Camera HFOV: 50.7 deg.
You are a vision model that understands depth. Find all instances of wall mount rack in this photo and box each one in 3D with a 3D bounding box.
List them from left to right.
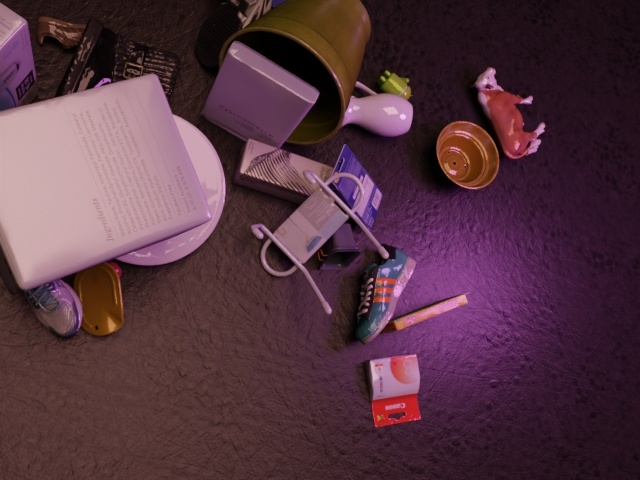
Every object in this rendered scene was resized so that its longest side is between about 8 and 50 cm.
[{"bbox_3d":[0.000,0.000,1.732,0.304,0.130,0.350,46,102,5],"label":"wall mount rack"}]

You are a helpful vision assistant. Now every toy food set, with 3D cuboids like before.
[{"bbox_3d":[-0.522,0.117,1.630,0.128,0.071,0.217,-7,88,16],"label":"toy food set"}]

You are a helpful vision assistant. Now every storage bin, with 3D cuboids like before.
[{"bbox_3d":[0.040,0.015,1.845,0.098,0.135,0.091,-1,65,-20],"label":"storage bin"}]

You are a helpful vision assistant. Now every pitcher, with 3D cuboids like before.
[{"bbox_3d":[0.162,-0.397,2.003,0.207,0.125,0.177,6,62,-7],"label":"pitcher"}]

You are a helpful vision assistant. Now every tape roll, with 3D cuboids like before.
[{"bbox_3d":[-0.433,-0.132,1.684,0.392,0.072,0.391,0,91,-22],"label":"tape roll"}]

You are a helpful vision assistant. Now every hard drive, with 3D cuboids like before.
[{"bbox_3d":[-0.166,-0.350,1.733,0.233,0.353,0.047,29,68,-11],"label":"hard drive"}]

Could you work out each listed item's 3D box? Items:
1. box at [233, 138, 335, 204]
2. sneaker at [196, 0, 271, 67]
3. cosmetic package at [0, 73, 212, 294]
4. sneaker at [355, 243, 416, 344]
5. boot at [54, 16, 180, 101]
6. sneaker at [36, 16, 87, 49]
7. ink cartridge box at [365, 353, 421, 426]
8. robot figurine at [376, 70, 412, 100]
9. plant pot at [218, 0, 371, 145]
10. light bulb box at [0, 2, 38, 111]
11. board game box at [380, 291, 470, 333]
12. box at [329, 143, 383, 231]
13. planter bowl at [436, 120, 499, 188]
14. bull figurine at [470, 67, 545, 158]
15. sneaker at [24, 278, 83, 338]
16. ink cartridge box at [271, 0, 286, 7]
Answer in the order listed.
[{"bbox_3d":[-0.092,-0.177,1.858,0.275,0.094,0.113,16,71,-16],"label":"box"},{"bbox_3d":[-0.213,-0.610,1.855,0.122,0.330,0.146,47,26,14],"label":"sneaker"},{"bbox_3d":[-0.501,-0.108,1.407,0.394,0.329,0.327,-23,96,-29],"label":"cosmetic package"},{"bbox_3d":[0.151,0.142,1.866,0.121,0.108,0.302,35,59,-8],"label":"sneaker"},{"bbox_3d":[-0.524,-0.371,1.732,0.260,0.131,0.347,24,83,-27],"label":"boot"},{"bbox_3d":[-0.645,-0.530,1.773,0.189,0.066,0.071,9,90,-13],"label":"sneaker"},{"bbox_3d":[0.205,0.408,1.847,0.146,0.045,0.179,-4,75,-20],"label":"ink cartridge box"},{"bbox_3d":[0.228,-0.465,2.064,0.115,0.067,0.101,40,73,-7],"label":"robot figurine"},{"bbox_3d":[-0.032,-0.516,1.853,0.366,0.366,0.353,36,56,-9],"label":"plant pot"},{"bbox_3d":[-0.837,-0.334,1.482,0.225,0.358,0.361,33,69,-7],"label":"light bulb box"},{"bbox_3d":[0.291,0.202,1.886,0.260,0.124,0.039,-20,85,-23],"label":"board game box"},{"bbox_3d":[0.093,-0.147,1.881,0.225,0.037,0.136,50,50,-39],"label":"box"},{"bbox_3d":[0.430,-0.249,2.071,0.217,0.090,0.217,5,75,-20],"label":"planter bowl"},{"bbox_3d":[0.602,-0.405,2.168,0.189,0.101,0.310,-11,80,-24],"label":"bull figurine"},{"bbox_3d":[-0.655,0.103,1.554,0.110,0.122,0.283,-32,85,-1],"label":"sneaker"},{"bbox_3d":[-0.148,-0.846,1.948,0.324,0.071,0.330,4,75,-46],"label":"ink cartridge box"}]
